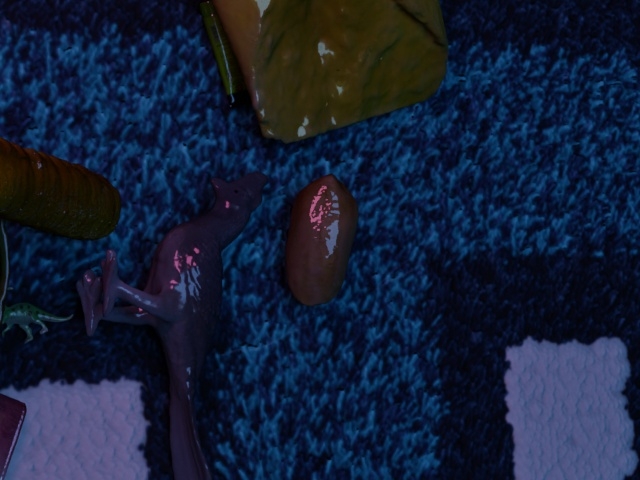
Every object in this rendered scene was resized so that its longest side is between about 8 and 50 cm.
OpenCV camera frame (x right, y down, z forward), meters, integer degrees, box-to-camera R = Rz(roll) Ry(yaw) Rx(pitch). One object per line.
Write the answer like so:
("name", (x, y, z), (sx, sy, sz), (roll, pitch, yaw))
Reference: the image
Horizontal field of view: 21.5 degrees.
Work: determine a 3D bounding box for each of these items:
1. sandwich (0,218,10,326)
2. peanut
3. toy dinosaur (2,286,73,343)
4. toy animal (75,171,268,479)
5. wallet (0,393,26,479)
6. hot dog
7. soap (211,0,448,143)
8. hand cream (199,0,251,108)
("sandwich", (-0.407, -0.009, 1.631), (0.212, 0.109, 0.292), (-32, 98, -24))
("peanut", (0.000, 0.000, 1.893), (0.076, 0.076, 0.152), (13, 82, -30))
("toy dinosaur", (-0.303, 0.071, 1.730), (0.083, 0.021, 0.062), (-27, 85, -30))
("toy animal", (-0.160, 0.073, 1.776), (0.206, 0.081, 0.367), (22, 73, -39))
("wallet", (-0.408, 0.175, 1.649), (0.232, 0.025, 0.119), (26, 72, -26))
("hot dog", (-0.270, -0.050, 1.649), (0.289, 0.068, 0.083), (20, 60, -71))
("soap", (-0.006, -0.339, 1.906), (0.306, 0.115, 0.427), (-22, 96, -28))
("hand cream", (-0.106, -0.209, 1.882), (0.036, 0.023, 0.122), (-25, 99, -46))
